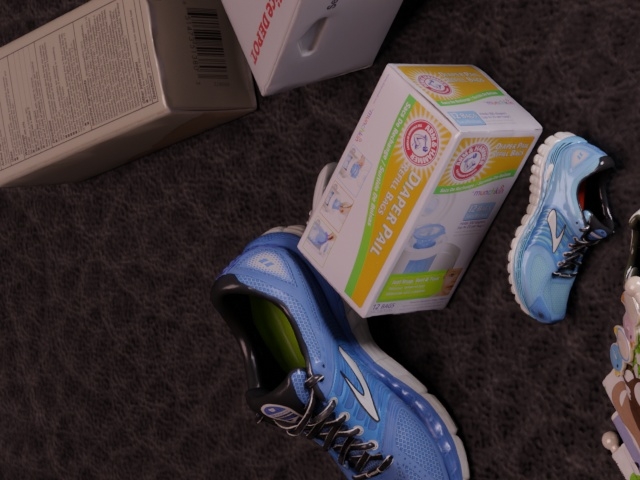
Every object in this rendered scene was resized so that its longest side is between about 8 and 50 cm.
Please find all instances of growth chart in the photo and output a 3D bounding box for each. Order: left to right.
[{"bbox_3d":[0.264,0.146,1.514,0.237,0.021,0.172,88,157,-53],"label":"growth chart"}]

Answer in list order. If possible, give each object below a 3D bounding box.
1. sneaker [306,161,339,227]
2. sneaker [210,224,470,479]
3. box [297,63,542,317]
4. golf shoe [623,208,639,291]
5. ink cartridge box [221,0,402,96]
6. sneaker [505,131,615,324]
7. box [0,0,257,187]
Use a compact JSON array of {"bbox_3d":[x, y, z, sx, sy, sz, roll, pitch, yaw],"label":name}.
[{"bbox_3d":[0.000,0.000,1.835,0.061,0.054,0.152,15,105,48],"label":"sneaker"},{"bbox_3d":[0.005,0.151,1.751,0.130,0.147,0.330,-40,83,41],"label":"sneaker"},{"bbox_3d":[0.085,-0.045,1.698,0.103,0.114,0.203,47,123,33],"label":"box"},{"bbox_3d":[0.263,0.052,1.541,0.069,0.086,0.176,5,98,44],"label":"golf shoe"},{"bbox_3d":[-0.035,-0.307,1.746,0.211,0.121,0.289,117,133,-63],"label":"ink cartridge box"},{"bbox_3d":[0.204,-0.005,1.614,0.073,0.063,0.162,20,108,40],"label":"sneaker"},{"bbox_3d":[-0.218,-0.159,2.000,0.311,0.121,0.148,-16,82,46],"label":"box"}]
